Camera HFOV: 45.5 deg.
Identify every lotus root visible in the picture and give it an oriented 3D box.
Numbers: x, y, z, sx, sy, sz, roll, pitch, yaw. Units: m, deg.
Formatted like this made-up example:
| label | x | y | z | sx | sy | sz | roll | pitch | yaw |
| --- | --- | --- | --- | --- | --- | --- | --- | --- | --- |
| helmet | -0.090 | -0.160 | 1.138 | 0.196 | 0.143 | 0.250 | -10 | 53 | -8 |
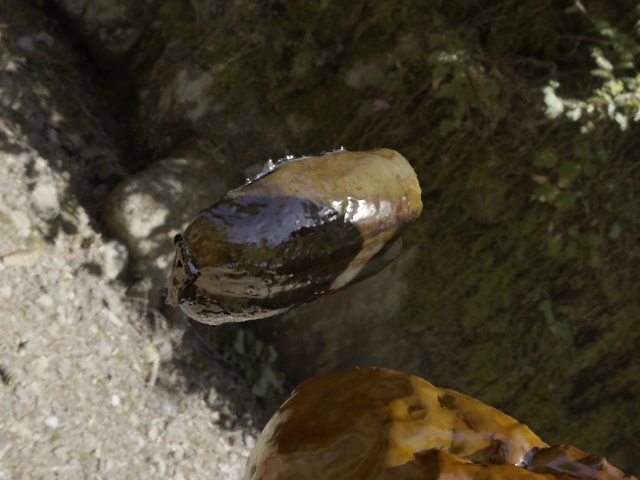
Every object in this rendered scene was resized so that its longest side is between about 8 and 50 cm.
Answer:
| label | x | y | z | sx | sy | sz | roll | pitch | yaw |
| --- | --- | --- | --- | --- | --- | --- | --- | --- | --- |
| lotus root | 0.000 | 0.000 | 0.737 | 0.078 | 0.167 | 0.329 | 25 | 31 | 35 |

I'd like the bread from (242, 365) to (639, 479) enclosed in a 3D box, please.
| label | x | y | z | sx | sy | sz | roll | pitch | yaw |
| --- | --- | --- | --- | --- | --- | --- | --- | --- | --- |
| bread | 0.078 | 0.209 | 0.361 | 0.340 | 0.195 | 0.179 | 23 | 47 | 31 |
